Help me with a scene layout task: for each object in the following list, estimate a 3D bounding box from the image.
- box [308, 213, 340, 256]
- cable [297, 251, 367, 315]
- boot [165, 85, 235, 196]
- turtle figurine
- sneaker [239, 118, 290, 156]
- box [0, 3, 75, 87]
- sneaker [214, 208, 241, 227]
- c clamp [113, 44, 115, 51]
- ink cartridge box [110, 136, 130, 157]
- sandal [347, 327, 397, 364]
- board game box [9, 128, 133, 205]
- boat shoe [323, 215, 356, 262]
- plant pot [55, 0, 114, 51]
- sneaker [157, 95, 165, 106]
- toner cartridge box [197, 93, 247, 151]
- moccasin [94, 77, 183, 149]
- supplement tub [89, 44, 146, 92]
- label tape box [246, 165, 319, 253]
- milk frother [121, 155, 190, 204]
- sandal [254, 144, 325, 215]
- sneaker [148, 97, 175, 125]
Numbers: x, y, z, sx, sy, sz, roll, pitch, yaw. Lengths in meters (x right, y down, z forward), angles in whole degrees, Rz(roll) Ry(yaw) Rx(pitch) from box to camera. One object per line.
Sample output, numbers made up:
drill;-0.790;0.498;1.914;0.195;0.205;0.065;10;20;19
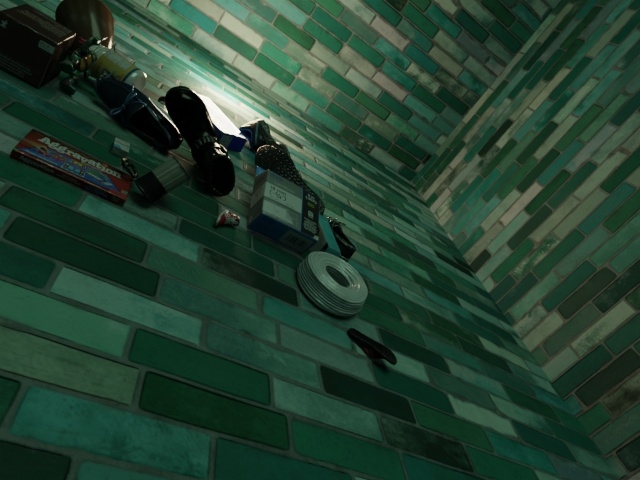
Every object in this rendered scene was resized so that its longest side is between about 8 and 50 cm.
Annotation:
box;0.000;0.000;1.766;0.060;0.100;0.244;26;25;-29
cable;0.043;0.145;1.562;0.257;0.089;0.257;32;23;-15
boot;-0.411;-0.344;1.610;0.348;0.131;0.260;64;-1;-42
turtle figurine;-0.816;-0.611;1.604;0.118;0.175;0.234;10;45;7
sneaker;-0.270;-0.449;2.261;0.140;0.125;0.341;-24;63;-35
box;-0.928;-0.628;1.488;0.168;0.167;0.203;28;24;-24
sneaker;-0.301;-0.064;1.509;0.067;0.042;0.118;32;20;-5
c clamp;-0.842;-0.723;1.907;0.022;0.137;0.160;-3;55;-24
ink cartridge box;-0.637;-0.299;1.472;0.048;0.028;0.083;24;25;-32
sandal;0.158;0.337;1.444;0.179;0.040;0.067;30;13;20
board game box;-0.656;-0.197;1.249;0.281;0.027;0.145;27;24;-26
boat shoe;0.046;-0.042;1.912;0.113;0.105;0.306;17;30;-42
plant pot;-0.921;-0.809;1.848;0.215;0.215;0.230;8;51;-51
sneaker;-0.650;-0.546;1.892;0.077;0.072;0.178;6;31;-36
toner cartridge box;-0.497;-0.547;2.112;0.348;0.075;0.165;48;23;23
moccasin;-0.637;-0.452;1.623;0.342;0.137;0.117;33;15;-10
supplement tub;-0.782;-0.632;1.751;0.200;0.144;0.144;35;22;-6
label tape box;-0.129;-0.146;1.721;0.241;0.106;0.333;26;44;-27
milk frother;-0.481;-0.203;1.341;0.129;0.135;0.143;26;-31;57
sandal;-0.153;-0.234;1.978;0.167;0.107;0.446;-19;61;-32
sneaker;-0.607;-0.475;1.766;0.258;0.094;0.091;42;36;14
